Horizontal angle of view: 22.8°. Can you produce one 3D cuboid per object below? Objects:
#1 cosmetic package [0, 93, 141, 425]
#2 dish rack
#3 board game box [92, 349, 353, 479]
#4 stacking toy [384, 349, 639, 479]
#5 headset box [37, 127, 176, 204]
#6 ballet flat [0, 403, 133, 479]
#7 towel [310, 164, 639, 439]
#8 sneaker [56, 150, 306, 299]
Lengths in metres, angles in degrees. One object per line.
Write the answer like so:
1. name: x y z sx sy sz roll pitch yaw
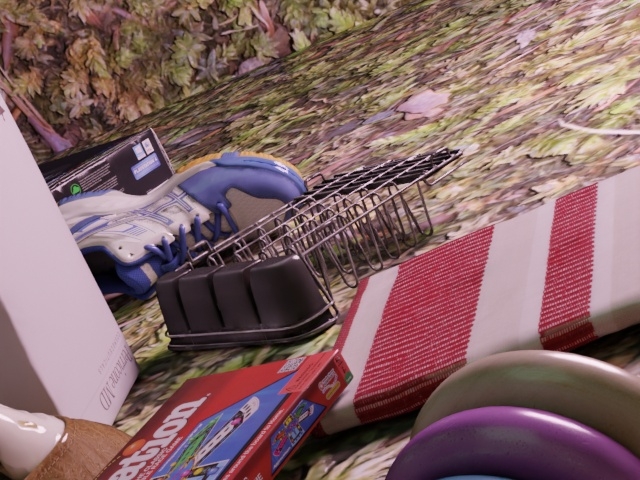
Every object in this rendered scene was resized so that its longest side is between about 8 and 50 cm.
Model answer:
1. cosmetic package: -0.304 0.003 1.240 0.156 0.385 0.217 -24 16 12
2. dish rack: 0.000 0.000 1.386 0.271 0.074 0.208 -33 17 -37
3. board game box: -0.103 0.165 0.974 0.145 0.027 0.281 -16 22 40
4. stacking toy: 0.034 0.183 0.537 0.141 0.141 0.330 -14 23 39
5. headset box: -0.335 -0.002 1.858 0.283 0.131 0.246 -13 18 44
6. ballet flat: -0.242 0.178 1.017 0.116 0.124 0.342 -12 18 39
7. towel: 0.159 0.027 1.070 0.329 0.037 0.237 -22 16 19
8. sneaker: -0.152 0.004 1.625 0.296 0.112 0.131 -16 40 18
